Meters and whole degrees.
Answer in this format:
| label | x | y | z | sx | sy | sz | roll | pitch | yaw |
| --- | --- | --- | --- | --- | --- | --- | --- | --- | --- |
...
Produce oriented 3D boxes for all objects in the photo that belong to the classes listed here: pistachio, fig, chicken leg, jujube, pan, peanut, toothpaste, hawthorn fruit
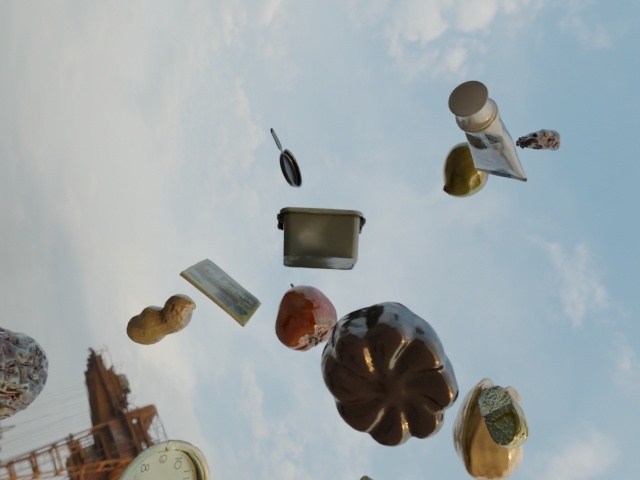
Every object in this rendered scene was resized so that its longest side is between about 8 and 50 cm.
| label | x | y | z | sx | sy | sz | roll | pitch | yaw |
| --- | --- | --- | --- | --- | --- | --- | --- | --- | --- |
| pistachio | 0.538 | 0.608 | 1.597 | 0.229 | 0.238 | 0.321 | 11 | -89 | 44 |
| fig | 0.397 | -0.194 | 1.366 | 0.121 | 0.136 | 0.152 | 1 | -97 | 9 |
| chicken leg | 0.557 | -0.251 | 1.253 | 0.093 | 0.205 | 0.053 | 8 | -79 | 49 |
| jujube | -0.758 | 0.262 | 1.060 | 0.226 | 0.317 | 0.226 | -24 | -136 | 26 |
| pan | -0.118 | -0.269 | 1.622 | 0.028 | 0.235 | 0.136 | -15 | -136 | 16 |
| peanut | -0.419 | 0.210 | 1.324 | 0.228 | 0.104 | 0.085 | -25 | -148 | 18 |
| toothpaste | 0.270 | -0.161 | 0.806 | 0.096 | 0.266 | 0.061 | 22 | -96 | 34 |
| hawthorn fruit | -0.053 | 0.219 | 1.529 | 0.196 | 0.197 | 0.225 | -57 | -136 | 39 |

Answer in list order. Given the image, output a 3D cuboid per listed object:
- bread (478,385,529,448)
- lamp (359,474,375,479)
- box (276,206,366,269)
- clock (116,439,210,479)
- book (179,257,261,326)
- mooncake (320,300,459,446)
| label | x | y | z | sx | sy | sz | roll | pitch | yaw |
| --- | --- | --- | --- | --- | --- | --- | --- | --- | --- |
| bread | 0.413 | 0.398 | 1.100 | 0.083 | 0.157 | 0.094 | -37 | -86 | 17 |
| lamp | 0.104 | 0.580 | 1.107 | 0.050 | 0.198 | 0.056 | 31 | -97 | 8 |
| box | 0.000 | 0.000 | 1.363 | 0.163 | 0.244 | 0.135 | 105 | -13 | -71 |
| clock | -0.320 | 0.505 | 0.966 | 0.053 | 0.236 | 0.236 | -2 | -84 | 38 |
| book | -0.209 | 0.108 | 1.078 | 0.168 | 0.192 | 0.013 | 40 | -84 | -2 |
| mooncake | 0.150 | 0.294 | 1.097 | 0.306 | 0.154 | 0.305 | 1 | -78 | 4 |
